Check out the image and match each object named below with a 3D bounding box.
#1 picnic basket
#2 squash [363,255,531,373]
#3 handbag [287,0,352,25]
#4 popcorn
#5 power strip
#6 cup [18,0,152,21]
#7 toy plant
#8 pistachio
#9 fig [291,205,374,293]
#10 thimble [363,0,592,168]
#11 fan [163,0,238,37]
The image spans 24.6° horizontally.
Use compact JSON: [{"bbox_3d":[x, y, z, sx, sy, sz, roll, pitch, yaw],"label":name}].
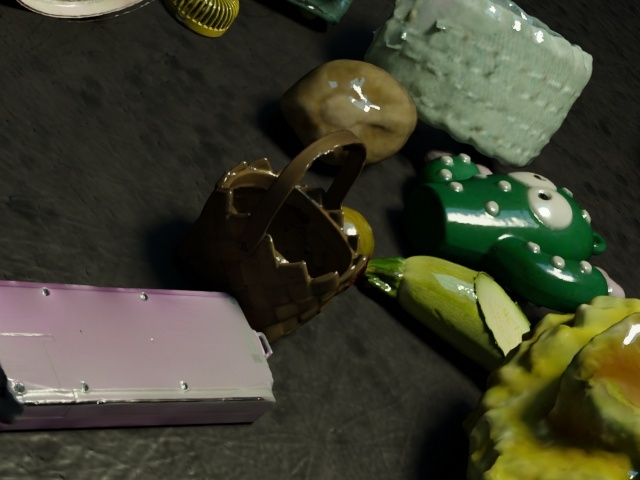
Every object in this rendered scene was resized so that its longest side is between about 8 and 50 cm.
[{"bbox_3d":[-0.022,-0.017,1.226,0.138,0.178,0.128,43,27,13],"label":"picnic basket"},{"bbox_3d":[0.127,0.060,1.413,0.200,0.075,0.090,32,59,-16],"label":"squash"},{"bbox_3d":[-0.072,-0.384,1.706,0.268,0.100,0.274,21,37,-27],"label":"handbag"},{"bbox_3d":[0.258,0.202,1.234,0.279,0.274,0.335,58,29,-36],"label":"popcorn"},{"bbox_3d":[-0.148,0.086,1.103,0.279,0.037,0.109,5,48,-46],"label":"power strip"},{"bbox_3d":[-0.238,-0.371,1.371,0.253,0.253,0.274,3,56,-47],"label":"cup"},{"bbox_3d":[0.204,-0.013,1.550,0.243,0.113,0.233,21,30,-8],"label":"toy plant"},{"bbox_3d":[0.036,-0.130,1.518,0.185,0.126,0.108,2,93,-53],"label":"pistachio"},{"bbox_3d":[0.000,0.000,1.330,0.098,0.084,0.082,45,33,9],"label":"fig"},{"bbox_3d":[0.179,-0.203,1.653,0.250,0.172,0.205,28,14,-26],"label":"thimble"},{"bbox_3d":[-0.149,-0.281,1.542,0.155,0.039,0.082,47,32,6],"label":"fan"}]
